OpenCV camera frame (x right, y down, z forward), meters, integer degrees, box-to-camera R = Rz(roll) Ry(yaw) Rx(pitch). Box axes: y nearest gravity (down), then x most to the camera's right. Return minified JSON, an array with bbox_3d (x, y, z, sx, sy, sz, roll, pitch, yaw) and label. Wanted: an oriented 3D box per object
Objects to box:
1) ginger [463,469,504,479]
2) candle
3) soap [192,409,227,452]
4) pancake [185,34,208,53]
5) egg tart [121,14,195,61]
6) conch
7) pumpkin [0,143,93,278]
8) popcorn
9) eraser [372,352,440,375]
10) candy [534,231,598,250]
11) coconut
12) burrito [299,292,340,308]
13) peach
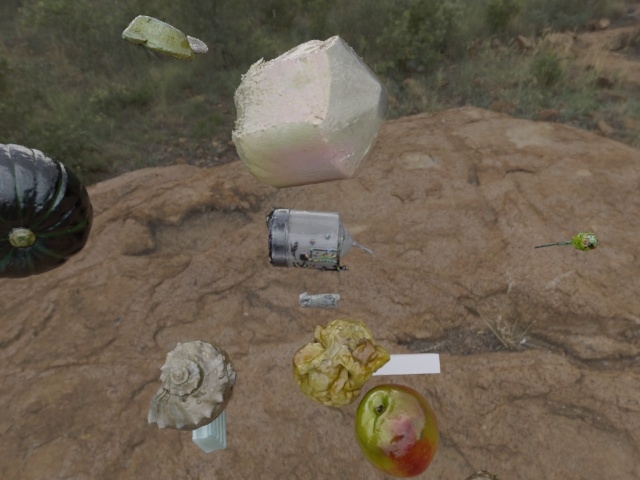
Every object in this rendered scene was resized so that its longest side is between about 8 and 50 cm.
[{"bbox_3d":[0.189,0.463,0.704,0.290,0.122,0.084,-8,65,-23],"label":"ginger"},{"bbox_3d":[0.000,0.000,1.229,0.330,0.187,0.187,4,45,-1],"label":"candle"},{"bbox_3d":[-0.426,0.651,1.577,0.087,0.160,0.265,-12,46,-2],"label":"soap"},{"bbox_3d":[-0.413,-0.630,1.309,0.114,0.011,0.115,16,44,-15],"label":"pancake"},{"bbox_3d":[-0.436,-0.549,1.118,0.197,0.078,0.197,20,14,-5],"label":"egg tart"},{"bbox_3d":[-0.378,0.483,1.288,0.210,0.352,0.297,27,70,36],"label":"conch"},{"bbox_3d":[-0.562,-0.064,0.740,0.247,0.248,0.248,-5,44,5],"label":"pumpkin"},{"bbox_3d":[0.071,0.356,1.221,0.332,0.225,0.265,-33,18,43],"label":"popcorn"},{"bbox_3d":[0.330,0.505,1.669,0.298,0.078,0.076,0,77,-6],"label":"eraser"},{"bbox_3d":[0.457,0.006,0.770,0.035,0.035,0.123,-7,-3,-26],"label":"candy"},{"bbox_3d":[-0.010,-0.267,0.869,0.309,0.297,0.298,-10,41,25],"label":"coconut"},{"bbox_3d":[-0.001,0.245,1.659,0.203,0.064,0.064,9,33,-34],"label":"burrito"},{"bbox_3d":[0.203,0.505,1.092,0.230,0.231,0.231,-5,44,5],"label":"peach"}]
